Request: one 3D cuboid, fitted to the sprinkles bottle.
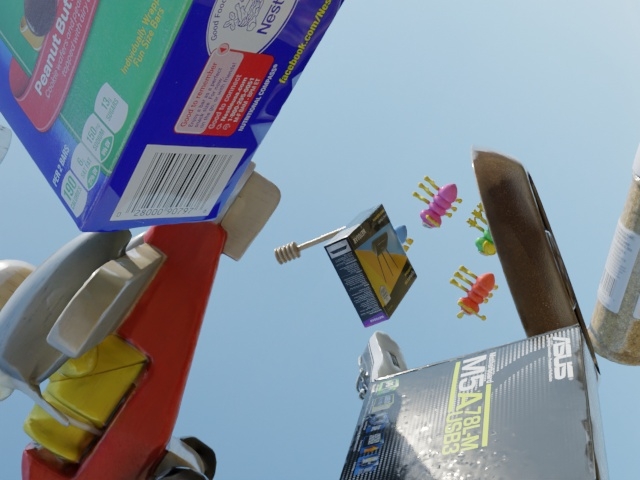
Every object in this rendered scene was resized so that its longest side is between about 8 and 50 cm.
[{"bbox_3d":[0.512,0.020,1.249,0.121,0.121,0.356,-33,-43,-52],"label":"sprinkles bottle"}]

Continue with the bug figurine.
[{"bbox_3d":[0.228,0.013,1.434,0.279,0.216,0.072,27,-169,-13],"label":"bug figurine"}]

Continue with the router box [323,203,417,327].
[{"bbox_3d":[0.079,0.033,1.189,0.133,0.046,0.179,63,-154,-8],"label":"router box"}]

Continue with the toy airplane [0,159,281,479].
[{"bbox_3d":[-0.199,0.058,0.766,0.272,0.386,0.385,13,-136,-6],"label":"toy airplane"}]

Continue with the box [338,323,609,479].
[{"bbox_3d":[0.109,0.146,0.581,0.045,0.184,0.191,62,-156,-16],"label":"box"}]

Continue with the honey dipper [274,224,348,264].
[{"bbox_3d":[0.000,0.000,1.323,0.030,0.160,0.030,57,-159,-35],"label":"honey dipper"}]

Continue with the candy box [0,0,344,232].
[{"bbox_3d":[-0.135,-0.210,0.523,0.122,0.268,0.317,-4,-134,-49],"label":"candy box"}]

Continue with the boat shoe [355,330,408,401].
[{"bbox_3d":[0.130,0.314,1.773,0.113,0.105,0.306,31,-162,-19],"label":"boat shoe"}]

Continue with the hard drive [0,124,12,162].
[{"bbox_3d":[-0.473,-0.123,0.969,0.172,0.054,0.255,27,-168,-21],"label":"hard drive"}]

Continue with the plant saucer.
[{"bbox_3d":[0.233,0.037,0.845,0.311,0.050,0.311,56,-157,-38],"label":"plant saucer"}]
